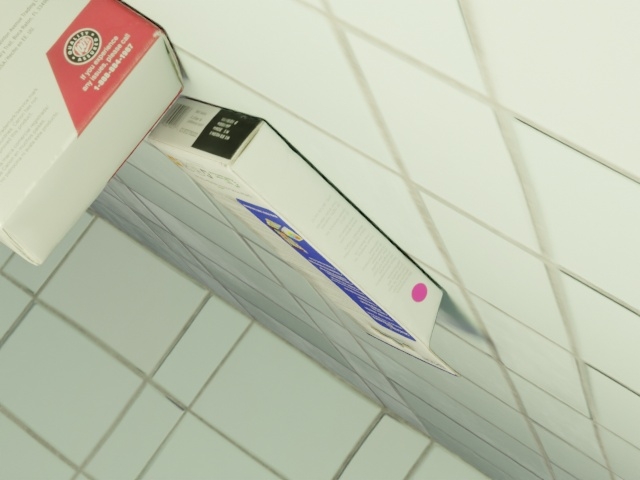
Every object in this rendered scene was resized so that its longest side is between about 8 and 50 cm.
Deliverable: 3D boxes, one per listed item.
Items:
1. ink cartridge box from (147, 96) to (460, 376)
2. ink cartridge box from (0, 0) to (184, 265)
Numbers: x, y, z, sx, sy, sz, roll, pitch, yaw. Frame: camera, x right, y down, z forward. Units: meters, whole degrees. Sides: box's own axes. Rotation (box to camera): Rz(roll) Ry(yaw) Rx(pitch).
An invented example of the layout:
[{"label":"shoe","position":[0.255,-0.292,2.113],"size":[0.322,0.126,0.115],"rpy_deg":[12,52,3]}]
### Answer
[{"label":"ink cartridge box","position":[0.000,0.000,1.343],"size":[0.371,0.069,0.176],"rpy_deg":[45,167,-33]},{"label":"ink cartridge box","position":[-0.313,-0.158,1.191],"size":[0.306,0.226,0.131],"rpy_deg":[35,170,16]}]
